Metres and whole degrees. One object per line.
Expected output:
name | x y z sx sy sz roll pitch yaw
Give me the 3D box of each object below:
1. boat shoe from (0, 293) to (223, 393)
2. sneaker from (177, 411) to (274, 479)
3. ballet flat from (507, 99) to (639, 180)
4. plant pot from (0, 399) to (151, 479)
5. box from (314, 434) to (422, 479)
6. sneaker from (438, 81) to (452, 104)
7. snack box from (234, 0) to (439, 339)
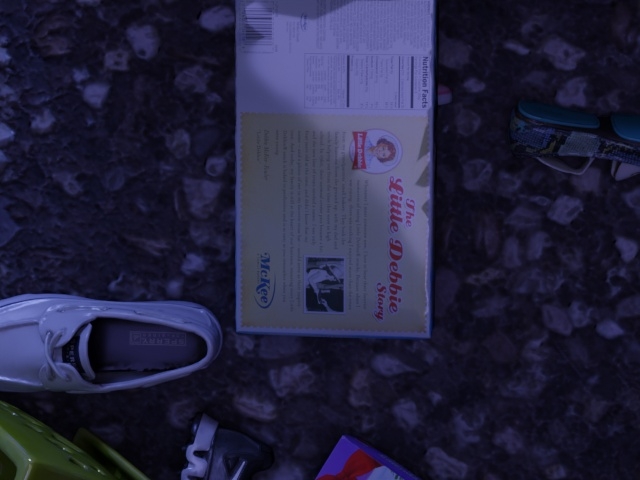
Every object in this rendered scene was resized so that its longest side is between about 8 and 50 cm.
boat shoe | -0.228 0.105 1.838 0.267 0.088 0.096 2 96 -1
sneaker | -0.102 0.290 1.864 0.106 0.078 0.234 14 93 0
ballet flat | 0.270 -0.091 1.845 0.188 0.070 0.070 10 96 0
plant pot | -0.271 0.281 1.775 0.207 0.228 0.227 19 95 -38
box | 0.032 0.362 1.847 0.201 0.057 0.293 34 95 21
sneaker | 0.062 -0.168 1.832 0.134 0.051 0.070 9 101 3
snack box | 0.016 -0.070 1.799 0.187 0.060 0.322 2 100 7
